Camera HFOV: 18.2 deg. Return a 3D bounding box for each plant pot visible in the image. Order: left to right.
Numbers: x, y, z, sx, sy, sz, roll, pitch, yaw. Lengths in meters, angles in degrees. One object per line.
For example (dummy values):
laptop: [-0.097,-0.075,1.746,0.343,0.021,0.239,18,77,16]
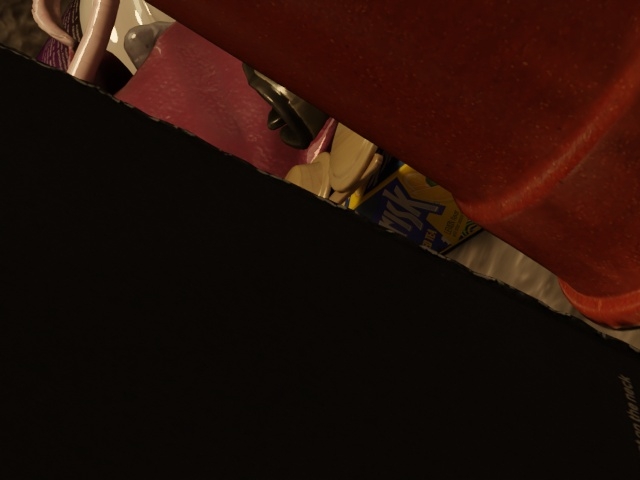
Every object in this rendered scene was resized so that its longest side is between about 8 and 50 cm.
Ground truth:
plant pot: [0.051,-0.145,0.741,0.272,0.265,0.272,-59,14,23]

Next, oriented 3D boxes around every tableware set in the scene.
tableware set: [0.000,0.000,0.969,0.141,0.020,0.169,-38,36,59]

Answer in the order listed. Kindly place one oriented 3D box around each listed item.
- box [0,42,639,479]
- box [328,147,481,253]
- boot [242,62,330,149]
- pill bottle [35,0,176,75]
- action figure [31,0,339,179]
box: [-0.063,0.163,0.503,0.343,0.312,0.179,-57,15,32]
box: [0.058,-0.038,0.965,0.169,0.059,0.054,-36,34,64]
boot: [0.020,-0.141,1.121,0.161,0.083,0.246,-38,14,10]
pill bottle: [-0.132,-0.140,1.636,0.323,0.181,0.181,-43,25,58]
action figure: [-0.124,0.015,1.172,0.370,0.275,0.248,-54,15,-22]
